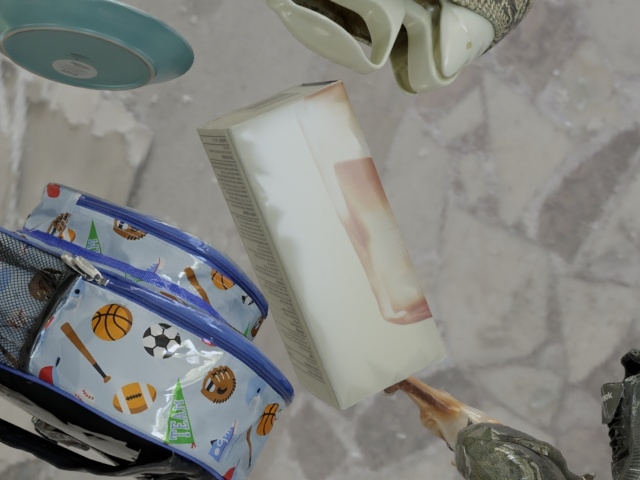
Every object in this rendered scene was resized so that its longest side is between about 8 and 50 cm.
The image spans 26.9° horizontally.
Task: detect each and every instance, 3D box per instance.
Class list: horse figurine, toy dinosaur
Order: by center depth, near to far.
[{"bbox_3d":[0.194,0.232,1.293,0.121,0.160,0.313,-48,28,19],"label":"toy dinosaur"},{"bbox_3d":[0.183,0.244,1.596,0.066,0.174,0.263,-44,52,-13],"label":"horse figurine"}]

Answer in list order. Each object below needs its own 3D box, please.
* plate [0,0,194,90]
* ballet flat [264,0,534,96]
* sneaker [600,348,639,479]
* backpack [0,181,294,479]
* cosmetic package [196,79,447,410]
[{"bbox_3d":[-0.198,-0.158,1.105,0.188,0.188,0.024,-9,68,46],"label":"plate"},{"bbox_3d":[0.063,-0.260,1.504,0.164,0.482,0.182,-32,56,42],"label":"ballet flat"},{"bbox_3d":[0.411,0.242,1.789,0.234,0.106,0.078,-63,7,-31],"label":"sneaker"},{"bbox_3d":[-0.151,0.094,1.066,0.263,0.276,0.213,28,82,25],"label":"backpack"},{"bbox_3d":[0.000,0.000,1.335,0.296,0.129,0.153,69,165,-12],"label":"cosmetic package"}]
